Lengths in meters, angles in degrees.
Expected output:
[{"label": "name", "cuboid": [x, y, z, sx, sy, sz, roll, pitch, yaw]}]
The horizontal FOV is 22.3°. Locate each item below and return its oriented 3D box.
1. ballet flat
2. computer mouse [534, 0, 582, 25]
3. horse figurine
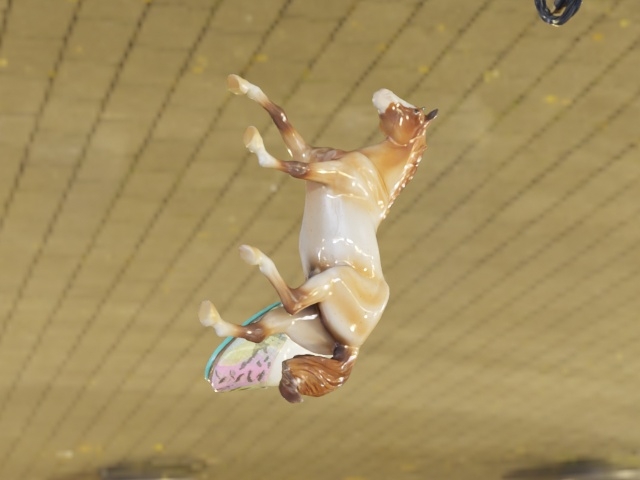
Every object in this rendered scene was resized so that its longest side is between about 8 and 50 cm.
[{"label": "ballet flat", "cuboid": [-0.018, 0.087, 1.462, 0.221, 0.079, 0.077, -36, 155, -57]}, {"label": "computer mouse", "cuboid": [0.270, -0.282, 1.509, 0.071, 0.041, 0.242, 42, 143, -1]}, {"label": "horse figurine", "cuboid": [0.000, 0.000, 1.137, 0.066, 0.263, 0.174, -16, 151, 41]}]
